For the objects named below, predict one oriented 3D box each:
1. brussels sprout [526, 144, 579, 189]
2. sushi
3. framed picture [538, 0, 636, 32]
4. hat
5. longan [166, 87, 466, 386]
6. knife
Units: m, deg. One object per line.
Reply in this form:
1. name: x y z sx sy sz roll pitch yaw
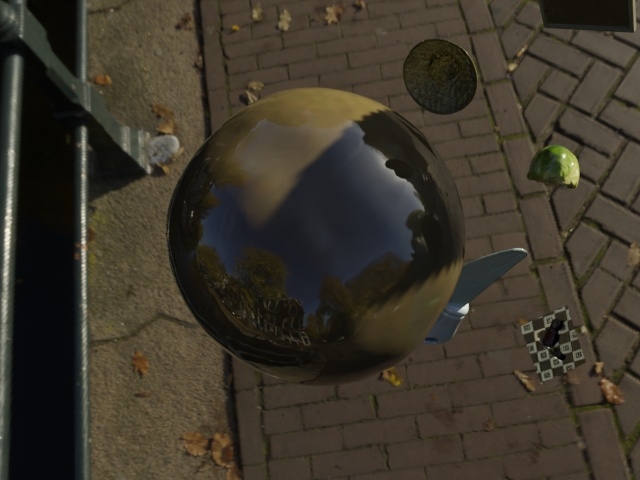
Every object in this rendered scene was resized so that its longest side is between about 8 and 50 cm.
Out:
1. brussels sprout: 0.696 -0.218 1.796 0.152 0.149 0.122 29 110 50
2. sushi: 0.617 0.275 1.627 0.139 0.031 0.201 -25 109 0
3. framed picture: 0.567 -0.571 1.322 0.211 0.289 0.020 18 70 37
4. hat: 0.232 -0.313 1.128 0.146 0.146 0.067 31 48 14
5. longan: 0.000 0.000 0.635 0.319 0.319 0.318 -2 73 6
6. knife: 0.204 0.083 0.915 0.080 0.331 0.044 14 60 -2
